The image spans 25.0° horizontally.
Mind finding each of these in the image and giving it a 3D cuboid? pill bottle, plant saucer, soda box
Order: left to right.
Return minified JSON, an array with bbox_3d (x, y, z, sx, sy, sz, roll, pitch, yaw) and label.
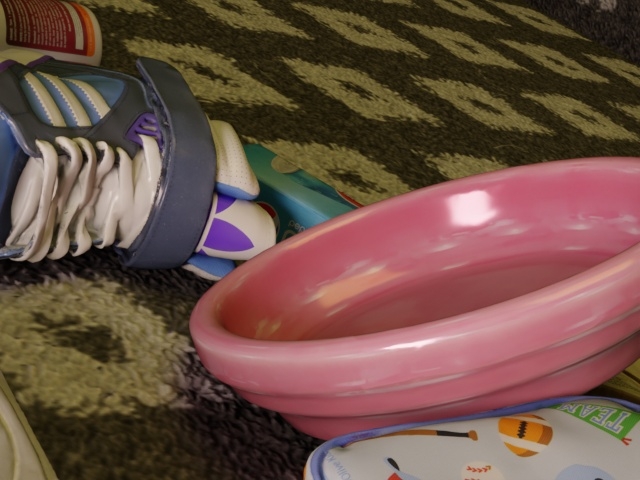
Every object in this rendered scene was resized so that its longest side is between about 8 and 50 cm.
[{"bbox_3d":[-0.275,-0.175,1.267,0.152,0.086,0.086,2,28,-45],"label":"pill bottle"},{"bbox_3d":[0.000,0.000,1.137,0.210,0.067,0.071,32,22,24],"label":"soda box"},{"bbox_3d":[0.086,0.037,0.913,0.332,0.084,0.332,-15,14,4],"label":"plant saucer"}]

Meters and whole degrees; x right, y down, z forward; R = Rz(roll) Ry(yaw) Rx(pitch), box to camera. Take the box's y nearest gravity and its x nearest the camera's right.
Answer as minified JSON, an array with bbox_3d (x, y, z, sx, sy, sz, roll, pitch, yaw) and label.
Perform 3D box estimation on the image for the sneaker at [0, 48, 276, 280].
[{"bbox_3d":[-0.141,-0.037,0.985,0.236,0.130,0.323,20,17,-2],"label":"sneaker"}]

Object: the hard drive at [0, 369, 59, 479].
[{"bbox_3d":[-0.281,0.095,0.601,0.339,0.064,0.237,8,24,-34],"label":"hard drive"}]

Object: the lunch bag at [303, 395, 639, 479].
[{"bbox_3d":[0.122,0.194,0.677,0.243,0.115,0.303,-8,32,-29],"label":"lunch bag"}]

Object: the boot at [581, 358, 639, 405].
[{"bbox_3d":[0.233,0.130,1.013,0.262,0.095,0.203,27,19,31],"label":"boot"}]
